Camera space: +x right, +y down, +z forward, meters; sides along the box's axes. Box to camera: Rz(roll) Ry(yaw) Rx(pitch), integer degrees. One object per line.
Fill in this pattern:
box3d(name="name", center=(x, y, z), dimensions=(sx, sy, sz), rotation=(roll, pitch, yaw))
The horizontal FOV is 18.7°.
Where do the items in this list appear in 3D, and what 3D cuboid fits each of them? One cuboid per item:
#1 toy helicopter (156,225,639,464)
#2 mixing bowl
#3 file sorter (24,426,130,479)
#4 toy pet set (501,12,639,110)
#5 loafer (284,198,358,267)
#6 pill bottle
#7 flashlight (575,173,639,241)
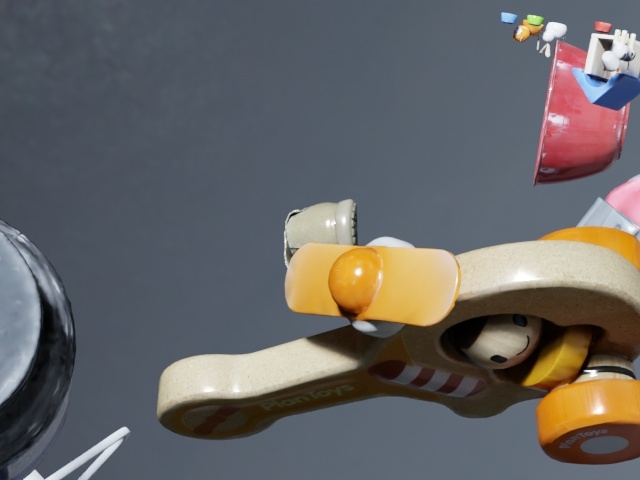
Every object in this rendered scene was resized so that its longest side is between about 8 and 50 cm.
box3d(name="toy helicopter", center=(0.038, 0.071, 1.262), dimensions=(0.355, 0.235, 0.140), rotation=(-16, 61, 26))
box3d(name="mixing bowl", center=(0.316, -0.145, 2.325), dimensions=(0.181, 0.098, 0.181), rotation=(10, -90, -85))
box3d(name="file sorter", center=(-0.312, 0.121, 1.426), dimensions=(0.193, 0.277, 0.173), rotation=(-47, -5, 24))
box3d(name="toy pet set", center=(0.238, -0.161, 1.773), dimensions=(0.122, 0.114, 0.065), rotation=(13, 91, 45))
box3d(name="loafer", center=(0.000, 0.000, 1.326), dimensions=(0.148, 0.050, 0.056), rotation=(95, 177, -76))
box3d(name="pill bottle", center=(-0.170, 0.051, 0.858), dimensions=(0.122, 0.123, 0.219), rotation=(-59, 1, -14))
box3d(name="flashlight", center=(0.339, -0.088, 1.619), dimensions=(0.304, 0.103, 0.103), rotation=(-52, -37, 6))
